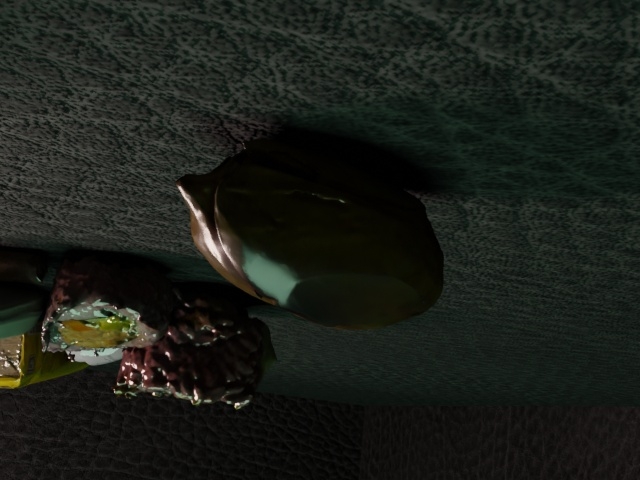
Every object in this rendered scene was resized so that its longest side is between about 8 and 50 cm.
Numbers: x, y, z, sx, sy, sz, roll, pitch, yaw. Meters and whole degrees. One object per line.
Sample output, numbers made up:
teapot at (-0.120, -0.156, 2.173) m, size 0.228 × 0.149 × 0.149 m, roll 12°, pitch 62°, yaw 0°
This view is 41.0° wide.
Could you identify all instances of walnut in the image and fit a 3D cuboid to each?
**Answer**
walnut at (0.000, 0.000, 0.658) m, size 0.245 × 0.137 × 0.137 m, roll 15°, pitch 163°, yaw -30°

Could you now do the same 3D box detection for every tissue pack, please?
tissue pack at (-0.535, 0.179, 1.483) m, size 0.192 × 0.134 × 0.271 m, roll 2°, pitch 178°, yaw 10°

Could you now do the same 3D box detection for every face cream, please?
face cream at (-0.355, 0.143, 1.391) m, size 0.104 × 0.117 × 0.117 m, roll -5°, pitch 164°, yaw 13°

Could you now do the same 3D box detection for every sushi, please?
sushi at (-0.184, 0.168, 1.320) m, size 0.236 × 0.171 × 0.270 m, roll 6°, pitch 168°, yaw -2°
sushi at (-0.290, 0.096, 1.166) m, size 0.161 × 0.108 × 0.241 m, roll 12°, pitch 151°, yaw -17°

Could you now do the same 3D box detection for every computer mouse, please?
computer mouse at (-0.495, 0.087, 1.196) m, size 0.197 × 0.095 × 0.331 m, roll -16°, pitch -172°, yaw -29°

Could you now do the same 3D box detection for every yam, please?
yam at (-0.485, 0.030, 1.133) m, size 0.263 × 0.046 × 0.046 m, roll 4°, pitch 166°, yaw 8°
